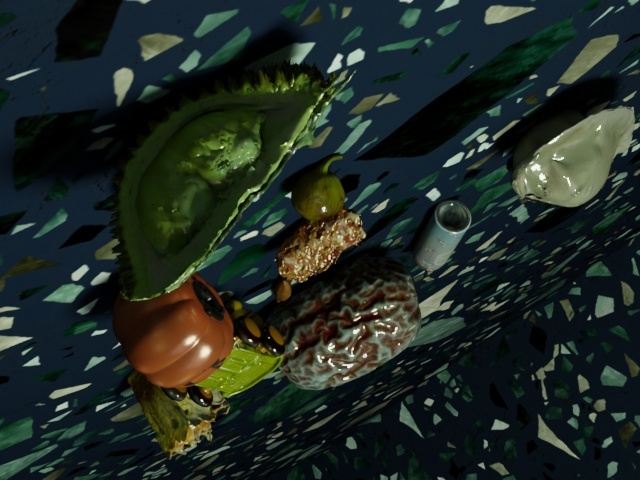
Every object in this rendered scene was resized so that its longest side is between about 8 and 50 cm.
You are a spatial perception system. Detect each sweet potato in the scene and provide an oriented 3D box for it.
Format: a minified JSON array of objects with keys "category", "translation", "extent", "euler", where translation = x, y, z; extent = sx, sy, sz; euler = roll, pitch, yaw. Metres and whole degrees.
[{"category":"sweet potato","translation":[-0.068,0.090,2.037],"extent":[0.034,0.034,0.095],"euler":[-24,163,-19]}]

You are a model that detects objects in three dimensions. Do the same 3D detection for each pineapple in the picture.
[{"category":"pineapple","translation":[-0.270,0.288,2.083],"extent":[0.186,0.236,0.114],"euler":[28,125,-23]}]

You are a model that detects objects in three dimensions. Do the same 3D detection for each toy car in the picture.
[{"category":"toy car","translation":[-0.185,0.180,1.919],"extent":[0.200,0.142,0.248],"euler":[-34,152,14]}]

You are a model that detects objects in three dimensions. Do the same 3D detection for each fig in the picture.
[{"category":"fig","translation":[-0.002,-0.077,1.630],"extent":[0.084,0.082,0.098],"euler":[-8,116,-19]}]

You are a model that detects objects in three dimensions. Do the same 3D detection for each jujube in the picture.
[{"category":"jujube","translation":[0.046,0.165,2.152],"extent":[0.317,0.226,0.226],"euler":[-25,163,2]}]

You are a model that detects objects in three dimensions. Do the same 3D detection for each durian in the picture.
[{"category":"durian","translation":[-0.114,-0.069,1.244],"extent":[0.352,0.169,0.158],"euler":[-49,147,-14]}]

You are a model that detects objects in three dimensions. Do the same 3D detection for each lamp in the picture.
[{"category":"lamp","translation":[-0.228,0.133,1.654],"extent":[0.164,0.188,0.187],"euler":[-34,162,14]}]

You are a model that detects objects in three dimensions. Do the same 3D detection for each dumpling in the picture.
[{"category":"dumpling","translation":[0.446,-0.171,1.980],"extent":[0.293,0.163,0.204],"euler":[-17,125,-33]}]

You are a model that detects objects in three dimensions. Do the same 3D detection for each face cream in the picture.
[{"category":"face cream","translation":[0.236,-0.001,2.197],"extent":[0.075,0.075,0.229],"euler":[-24,162,-18]}]

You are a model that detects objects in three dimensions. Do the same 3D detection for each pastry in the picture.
[{"category":"pastry","translation":[-0.002,-0.002,1.810],"extent":[0.169,0.087,0.063],"euler":[-34,-164,15]}]
